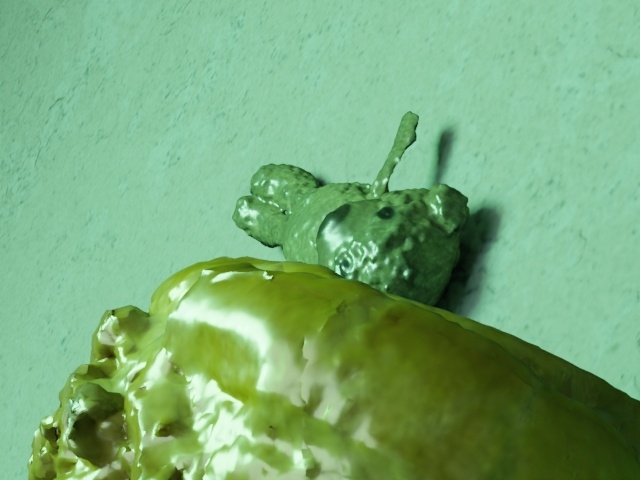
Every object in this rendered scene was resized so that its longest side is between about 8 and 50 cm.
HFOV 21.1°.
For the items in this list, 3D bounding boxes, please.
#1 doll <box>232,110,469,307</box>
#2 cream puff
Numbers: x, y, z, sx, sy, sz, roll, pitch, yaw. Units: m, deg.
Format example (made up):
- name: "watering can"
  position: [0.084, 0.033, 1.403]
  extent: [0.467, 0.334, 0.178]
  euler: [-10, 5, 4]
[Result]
- name: "doll"
  position: [0.012, -0.013, 1.182]
  extent: [0.202, 0.091, 0.286]
  euler: [-40, 23, 20]
- name: "cream puff"
  position: [0.026, 0.157, 0.716]
  extent: [0.231, 0.327, 0.343]
  euler: [-61, -5, -12]
